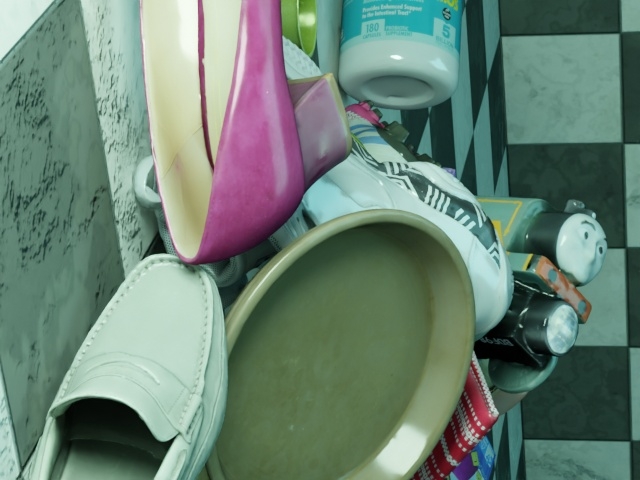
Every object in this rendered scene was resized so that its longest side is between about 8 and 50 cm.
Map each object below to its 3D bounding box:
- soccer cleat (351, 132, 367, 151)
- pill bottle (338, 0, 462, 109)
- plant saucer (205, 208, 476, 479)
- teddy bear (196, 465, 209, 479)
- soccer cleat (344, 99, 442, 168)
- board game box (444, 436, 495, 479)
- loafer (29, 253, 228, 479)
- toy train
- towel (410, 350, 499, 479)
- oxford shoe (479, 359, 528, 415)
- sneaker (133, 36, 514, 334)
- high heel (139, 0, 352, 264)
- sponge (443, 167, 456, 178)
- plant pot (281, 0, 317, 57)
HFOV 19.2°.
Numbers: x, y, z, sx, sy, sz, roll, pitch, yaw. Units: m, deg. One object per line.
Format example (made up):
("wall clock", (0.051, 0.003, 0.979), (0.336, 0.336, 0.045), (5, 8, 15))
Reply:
("soccer cleat", (-0.011, -0.117, 1.889), (0.289, 0.093, 0.121), (20, 58, -80))
("pill bottle", (0.099, -0.302, 2.280), (0.146, 0.146, 0.264), (59, 32, -68))
("plant saucer", (0.011, 0.102, 1.478), (0.277, 0.041, 0.278), (-20, 122, -36))
("teddy bear", (-0.042, 0.301, 1.566), (0.338, 0.113, 0.245), (61, 37, -18))
("soccer cleat", (0.041, -0.075, 2.147), (0.116, 0.143, 0.331), (46, 2, -8))
("board game box", (0.077, 0.217, 2.067), (0.319, 0.065, 0.318), (63, 29, -24))
("loafer", (-0.129, 0.128, 1.268), (0.111, 0.112, 0.319), (89, 9, -50))
("toy train", (0.129, 0.035, 1.857), (0.142, 0.334, 0.190), (41, 66, -37))
("towel", (0.043, 0.181, 1.720), (0.031, 0.275, 0.199), (25, 29, -33))
("oxford shoe", (0.147, 0.076, 2.366), (0.146, 0.140, 0.397), (48, -1, -26))
("sneaker", (0.000, 0.000, 1.563), (0.366, 0.137, 0.210), (42, 44, -17))
("high heel", (-0.102, -0.175, 1.345), (0.181, 0.127, 0.377), (-41, 109, -44))
("sponge", (0.100, -0.019, 2.349), (0.210, 0.117, 0.031), (-74, 159, -51))
("plant pot", (-0.049, -0.208, 1.728), (0.083, 0.079, 0.083), (1, 90, -78))
